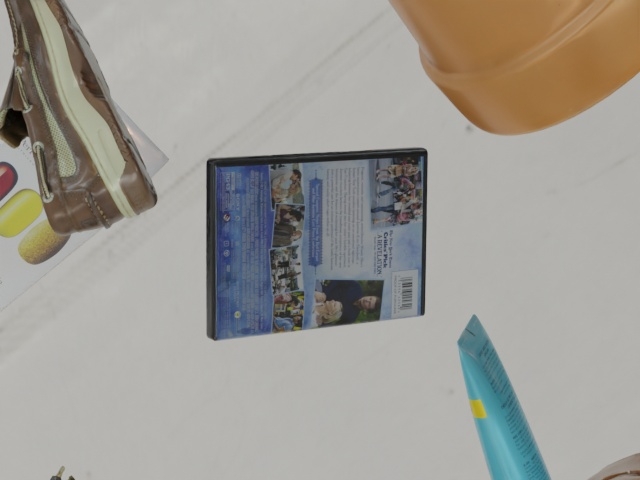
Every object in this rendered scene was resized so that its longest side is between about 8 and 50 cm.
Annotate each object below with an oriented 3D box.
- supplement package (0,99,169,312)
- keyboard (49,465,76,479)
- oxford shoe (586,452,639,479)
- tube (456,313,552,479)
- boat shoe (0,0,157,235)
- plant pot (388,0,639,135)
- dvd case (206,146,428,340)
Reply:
[{"bbox_3d":[-0.308,-0.049,1.624,0.139,0.244,0.134,47,39,-9],"label":"supplement package"},{"bbox_3d":[-0.151,0.264,0.859,0.317,0.033,0.201,-41,101,-33],"label":"keyboard"},{"bbox_3d":[0.208,0.162,0.939,0.076,0.212,0.076,40,71,-4],"label":"oxford shoe"},{"bbox_3d":[0.154,0.166,1.219,0.052,0.080,0.207,-18,99,14],"label":"tube"},{"bbox_3d":[-0.217,-0.113,1.161,0.095,0.095,0.257,-27,56,-1],"label":"boat shoe"},{"bbox_3d":[0.149,-0.255,1.150,0.203,0.291,0.291,37,72,-27],"label":"plant pot"},{"bbox_3d":[0.000,0.000,1.505,0.253,0.022,0.180,-5,100,-30],"label":"dvd case"}]
